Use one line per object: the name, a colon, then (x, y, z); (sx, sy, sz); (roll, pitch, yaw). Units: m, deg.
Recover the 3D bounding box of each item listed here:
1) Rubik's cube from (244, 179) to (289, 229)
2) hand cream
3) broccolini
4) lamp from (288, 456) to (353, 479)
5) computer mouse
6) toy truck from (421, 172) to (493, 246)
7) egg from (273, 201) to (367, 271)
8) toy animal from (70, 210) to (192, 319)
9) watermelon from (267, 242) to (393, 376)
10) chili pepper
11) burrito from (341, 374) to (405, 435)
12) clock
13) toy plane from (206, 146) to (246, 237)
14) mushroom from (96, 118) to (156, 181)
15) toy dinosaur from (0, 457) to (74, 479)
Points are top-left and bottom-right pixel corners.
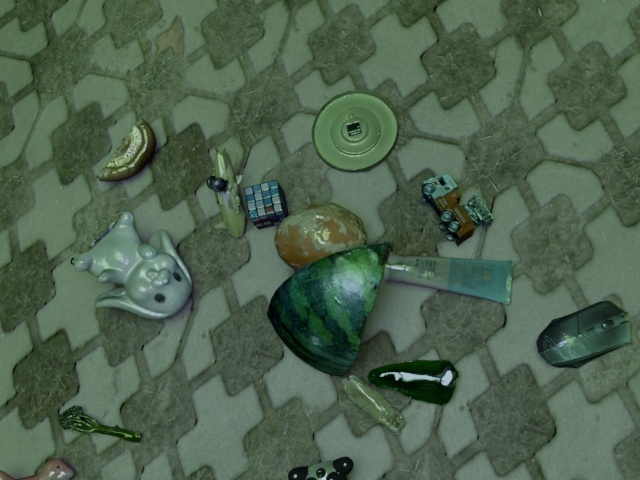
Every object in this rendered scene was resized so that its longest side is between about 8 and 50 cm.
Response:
Rubik's cube: (-0.140, -0.093, 1.921); (0.092, 0.092, 0.092); (-15, 71, 6)
hand cream: (0.314, 0.086, 1.802); (0.313, 0.070, 0.111); (5, 72, 8)
broccolini: (-0.553, 0.467, 1.857); (0.216, 0.058, 0.067); (8, 116, 5)
lamp: (0.025, 0.620, 1.635); (0.198, 0.197, 0.243); (-15, 63, 5)
computer mouse: (0.616, 0.219, 1.703); (0.231, 0.071, 0.126); (-22, 71, 2)
toy truck: (0.337, -0.089, 1.843); (0.115, 0.080, 0.177); (-30, 72, -5)
egg: (0.000, 0.000, 1.817); (0.234, 0.195, 0.194); (-10, 72, 9)
toy animal: (-0.479, 0.089, 1.889); (0.249, 0.174, 0.289); (-28, 69, -12)
watermelon: (0.042, 0.185, 1.717); (0.319, 0.292, 0.222); (-16, 67, -4)
chili pepper: (0.220, 0.334, 1.745); (0.216, 0.062, 0.108); (0, 73, 12)
burrito: (0.125, 0.388, 1.752); (0.188, 0.045, 0.058); (39, 83, 18)
clock: (0.092, -0.296, 1.975); (0.235, 0.029, 0.234); (-3, 73, 9)
toy plane: (-0.245, -0.124, 1.922); (0.093, 0.229, 0.244); (-8, 101, -22)
mushroom: (-0.527, -0.234, 2.044); (0.094, 0.072, 0.209); (32, 84, 19)
toy dinosaur: (-0.727, 0.605, 1.793); (0.194, 0.152, 0.177); (15, 68, 7)
